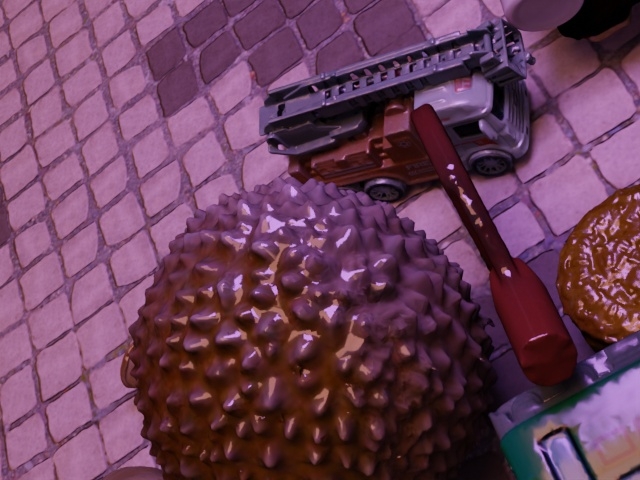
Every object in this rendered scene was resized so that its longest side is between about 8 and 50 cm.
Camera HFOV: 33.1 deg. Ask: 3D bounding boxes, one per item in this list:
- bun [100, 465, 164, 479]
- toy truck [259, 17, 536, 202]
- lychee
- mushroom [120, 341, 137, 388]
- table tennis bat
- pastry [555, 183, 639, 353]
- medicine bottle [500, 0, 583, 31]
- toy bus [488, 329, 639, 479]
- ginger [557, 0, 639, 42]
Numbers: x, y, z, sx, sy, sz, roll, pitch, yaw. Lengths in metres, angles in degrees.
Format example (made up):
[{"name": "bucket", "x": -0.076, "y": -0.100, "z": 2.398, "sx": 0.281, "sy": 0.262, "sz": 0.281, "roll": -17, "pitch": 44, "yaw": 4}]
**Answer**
[{"name": "bun", "x": -0.242, "y": 0.358, "z": 1.314, "sx": 0.166, "sy": 0.113, "sz": 0.173, "roll": -9, "pitch": 63, "yaw": 31}, {"name": "toy truck", "x": 0.103, "y": -0.156, "z": 1.307, "sx": 0.338, "sy": 0.184, "sz": 0.133, "roll": -13, "pitch": 59, "yaw": 29}, {"name": "lychee", "x": -0.012, "y": 0.122, "z": 1.089, "sx": 0.380, "sy": 0.432, "sz": 0.381, "roll": 3, "pitch": 73, "yaw": -9}, {"name": "mushroom", "x": -0.161, "y": 0.191, "z": 1.365, "sx": 0.247, "sy": 0.096, "sz": 0.108, "roll": 14, "pitch": 100, "yaw": 42}, {"name": "table tennis bat", "x": 0.173, "y": 0.006, "z": 1.079, "sx": 0.051, "sy": 0.268, "sz": 0.415, "roll": -27, "pitch": 27, "yaw": 8}, {"name": "pastry", "x": 0.337, "y": 0.039, "z": 1.090, "sx": 0.188, "sy": 0.103, "sz": 0.189, "roll": -16, "pitch": 57, "yaw": 27}, {"name": "medicine bottle", "x": 0.231, "y": -0.370, "z": 1.245, "sx": 0.095, "sy": 0.095, "sz": 0.260, "roll": -20, "pitch": 64, "yaw": 25}, {"name": "toy bus", "x": 0.343, "y": 0.173, "z": 0.948, "sx": 0.343, "sy": 0.183, "sz": 0.199, "roll": -32, "pitch": 50, "yaw": 12}, {"name": "ginger", "x": 0.403, "y": -0.416, "z": 1.229, "sx": 0.358, "sy": 0.211, "sz": 0.413, "roll": -114, "pitch": 34, "yaw": -44}]
